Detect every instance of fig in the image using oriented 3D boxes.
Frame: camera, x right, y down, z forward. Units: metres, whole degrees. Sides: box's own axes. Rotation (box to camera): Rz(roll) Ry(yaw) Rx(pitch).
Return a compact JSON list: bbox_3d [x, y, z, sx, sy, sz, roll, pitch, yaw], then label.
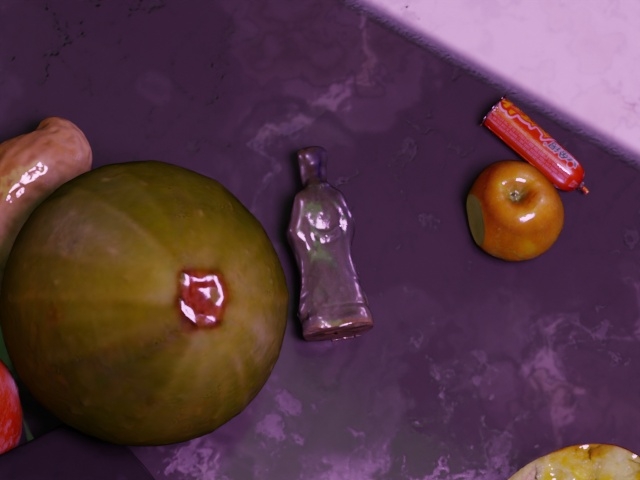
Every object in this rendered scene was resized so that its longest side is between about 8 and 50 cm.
[{"bbox_3d":[-0.163,0.061,1.816,0.316,0.316,0.316,2,72,-6],"label":"fig"}]

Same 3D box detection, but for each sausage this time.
[{"bbox_3d":[0.248,-0.102,2.059,0.145,0.050,0.048,42,77,6],"label":"sausage"}]

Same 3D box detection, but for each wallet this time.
[{"bbox_3d":[-0.268,0.288,1.740,0.051,0.377,0.197,-43,80,26],"label":"wallet"}]

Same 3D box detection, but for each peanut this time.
[{"bbox_3d":[-0.341,-0.024,1.937,0.117,0.101,0.263,36,68,-11],"label":"peanut"}]

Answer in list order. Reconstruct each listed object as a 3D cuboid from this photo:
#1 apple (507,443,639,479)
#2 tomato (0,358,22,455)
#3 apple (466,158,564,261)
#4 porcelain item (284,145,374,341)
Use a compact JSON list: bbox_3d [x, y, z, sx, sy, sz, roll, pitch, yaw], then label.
[{"bbox_3d":[0.256,0.337,1.816,0.226,0.246,0.246,-27,77,-6],"label":"apple"},{"bbox_3d":[-0.389,0.186,1.824,0.187,0.187,0.151,3,73,-6],"label":"tomato"},{"bbox_3d":[0.217,-0.035,2.005,0.099,0.102,0.114,-9,72,-8],"label":"apple"},{"bbox_3d":[0.000,0.000,1.984,0.081,0.069,0.216,-9,74,-6],"label":"porcelain item"}]
